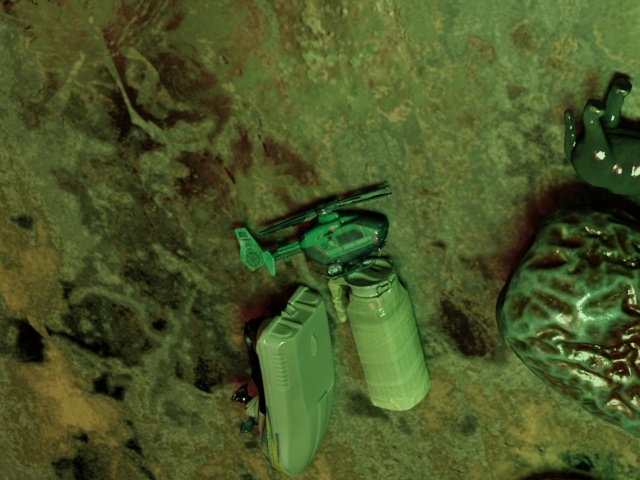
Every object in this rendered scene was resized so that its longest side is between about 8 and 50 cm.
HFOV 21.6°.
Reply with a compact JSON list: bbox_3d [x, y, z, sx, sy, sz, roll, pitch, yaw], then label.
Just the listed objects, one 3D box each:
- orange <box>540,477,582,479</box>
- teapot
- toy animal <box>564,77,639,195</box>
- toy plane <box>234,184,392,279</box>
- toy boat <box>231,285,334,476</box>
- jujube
[{"bbox_3d":[0.334,0.421,2.226,0.234,0.182,0.234,18,136,18],"label":"orange"},{"bbox_3d":[0.072,0.117,2.178,0.107,0.077,0.200,11,129,37],"label":"teapot"},{"bbox_3d":[0.402,-0.096,1.904,0.269,0.082,0.137,19,131,1],"label":"toy animal"},{"bbox_3d":[0.000,0.000,2.128,0.235,0.060,0.096,-18,108,25],"label":"toy plane"},{"bbox_3d":[-0.051,0.194,2.237,0.140,0.141,0.269,16,130,9],"label":"toy boat"},{"bbox_3d":[0.361,0.098,1.973,0.317,0.226,0.226,33,128,-8],"label":"jujube"}]
